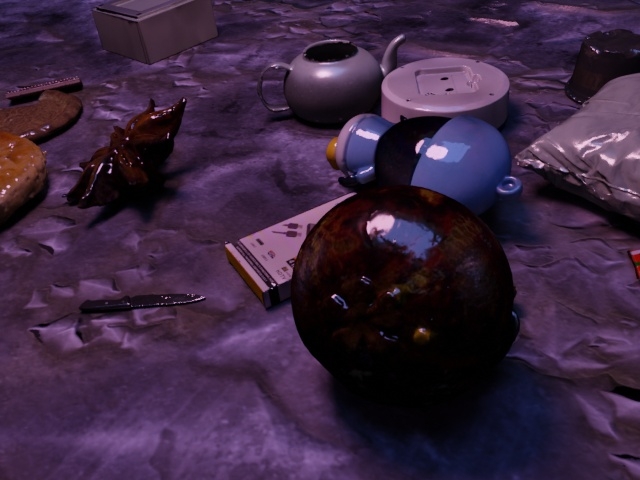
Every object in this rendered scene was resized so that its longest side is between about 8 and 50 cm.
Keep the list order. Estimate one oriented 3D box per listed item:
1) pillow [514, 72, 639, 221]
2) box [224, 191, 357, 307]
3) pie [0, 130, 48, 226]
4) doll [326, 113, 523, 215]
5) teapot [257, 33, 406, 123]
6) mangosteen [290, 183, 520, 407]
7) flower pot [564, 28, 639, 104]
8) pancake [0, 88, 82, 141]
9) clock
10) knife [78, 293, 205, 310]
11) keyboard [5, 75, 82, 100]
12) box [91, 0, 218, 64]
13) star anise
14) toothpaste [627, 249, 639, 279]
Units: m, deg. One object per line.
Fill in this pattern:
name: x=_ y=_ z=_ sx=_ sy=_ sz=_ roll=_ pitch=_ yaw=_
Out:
pillow: x=0.479 y=-0.139 z=0.910 sx=0.310 sy=0.138 sz=0.283 roll=-35 pitch=44 yaw=-27
box: x=0.000 y=0.000 z=0.894 sx=0.247 sy=0.033 sz=0.129 roll=-25 pitch=40 yaw=-21
pie: x=-0.640 y=-0.085 z=1.080 sx=0.340 sy=0.083 sz=0.339 roll=-5 pitch=40 yaw=4
doll: x=0.151 y=-0.112 z=0.930 sx=0.314 sy=0.141 sz=0.177 roll=23 pitch=65 yaw=40
teapot: x=0.023 y=-0.313 z=1.222 sx=0.294 sy=0.129 sz=0.193 roll=-11 pitch=36 yaw=-6
mangosteen: x=0.107 y=0.056 z=0.683 sx=0.231 sy=0.231 sz=0.289 roll=25 pitch=15 yaw=35
flower pot: x=0.542 y=-0.324 z=1.169 sx=0.157 sy=0.106 sz=0.157 roll=-3 pitch=37 yaw=2
pancake: x=-0.657 y=-0.257 z=1.345 sx=0.288 sy=0.033 sz=0.286 roll=8 pitch=40 yaw=20
clock: x=0.227 y=-0.258 z=1.156 sx=0.230 sy=0.083 sz=0.230 roll=-2 pitch=39 yaw=2
knife: x=-0.238 y=0.082 z=0.848 sx=0.170 sy=0.010 sz=0.023 roll=-4 pitch=43 yaw=2
keyboard: x=-0.637 y=-0.351 z=1.459 sx=0.166 sy=0.017 sz=0.055 roll=-16 pitch=10 yaw=-12
box: x=-0.434 y=-0.573 z=1.651 sx=0.225 sy=0.117 sz=0.225 roll=26 pitch=48 yaw=36
star anise: x=-0.315 y=-0.135 z=1.080 sx=0.272 sy=0.102 sz=0.272 roll=-25 pitch=37 yaw=20
toothpaste: x=0.486 y=0.026 z=0.776 sx=0.194 sy=0.045 sz=0.071 roll=-4 pitch=29 yaw=15
